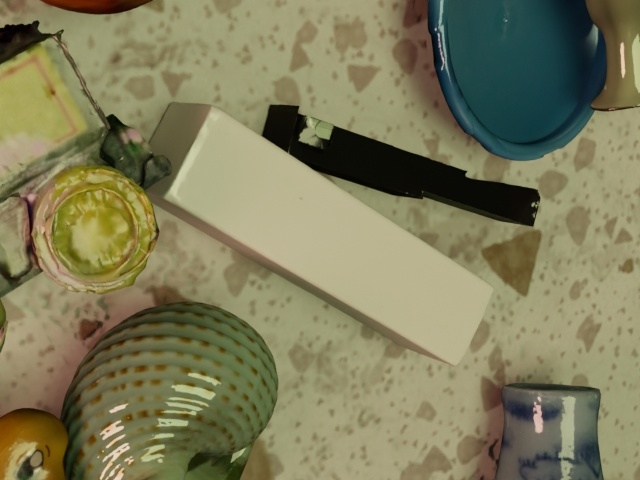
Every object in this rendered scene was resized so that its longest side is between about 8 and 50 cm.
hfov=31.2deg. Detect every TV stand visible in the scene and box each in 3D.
[{"bbox_3d":[0.072,-0.057,0.945,0.257,0.049,0.040,15,88,-32],"label":"TV stand"}]

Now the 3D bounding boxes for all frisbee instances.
[{"bbox_3d":[0.170,-0.189,0.983,0.242,0.045,0.242,-6,99,-40],"label":"frisbee"}]

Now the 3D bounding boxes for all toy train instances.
[{"bbox_3d":[-0.225,-0.020,0.721,0.261,0.134,0.177,-35,113,-22],"label":"toy train"}]

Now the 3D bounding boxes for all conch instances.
[{"bbox_3d":[-0.121,0.130,0.805,0.200,0.131,0.172,-35,157,-43],"label":"conch"}]

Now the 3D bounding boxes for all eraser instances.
[{"bbox_3d":[0.000,0.000,0.893,0.298,0.078,0.076,32,81,-30],"label":"eraser"}]

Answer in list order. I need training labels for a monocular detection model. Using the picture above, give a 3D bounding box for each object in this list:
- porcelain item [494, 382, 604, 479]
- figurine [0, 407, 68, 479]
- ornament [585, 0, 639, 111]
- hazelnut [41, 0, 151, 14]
[{"bbox_3d":[0.204,0.259,1.029,0.141,0.141,0.259,1,89,-31],"label":"porcelain item"},{"bbox_3d":[-0.247,0.156,0.749,0.176,0.121,0.122,-31,78,3],"label":"figurine"},{"bbox_3d":[0.263,-0.196,0.990,0.075,0.081,0.156,-10,107,-2],"label":"ornament"},{"bbox_3d":[-0.143,-0.233,0.720,0.182,0.182,0.182,-5,100,-30],"label":"hazelnut"}]
